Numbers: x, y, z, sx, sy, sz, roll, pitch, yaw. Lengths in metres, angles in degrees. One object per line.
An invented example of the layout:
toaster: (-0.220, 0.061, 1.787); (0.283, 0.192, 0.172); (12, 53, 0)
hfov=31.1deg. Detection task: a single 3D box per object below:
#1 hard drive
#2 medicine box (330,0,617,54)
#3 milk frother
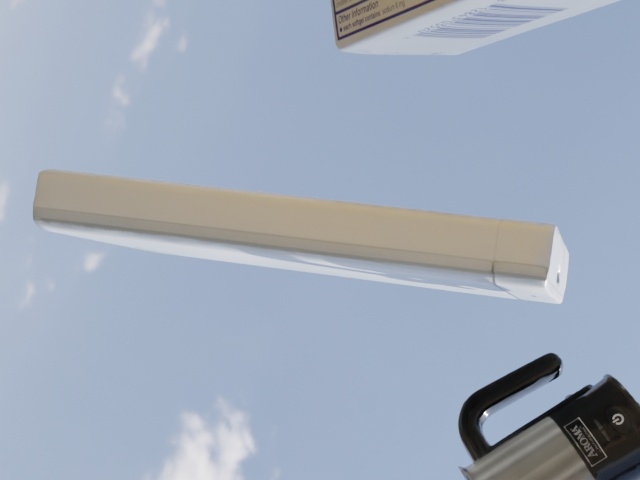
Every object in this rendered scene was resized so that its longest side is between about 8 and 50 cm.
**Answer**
hard drive: (0.000, 0.000, 0.858); (0.233, 0.353, 0.047); (20, 78, -75)
medicine box: (0.127, -0.325, 0.960); (0.263, 0.149, 0.289); (-9, -94, 57)
milk frother: (0.183, 0.174, 0.886); (0.135, 0.143, 0.129); (-31, -136, -1)
